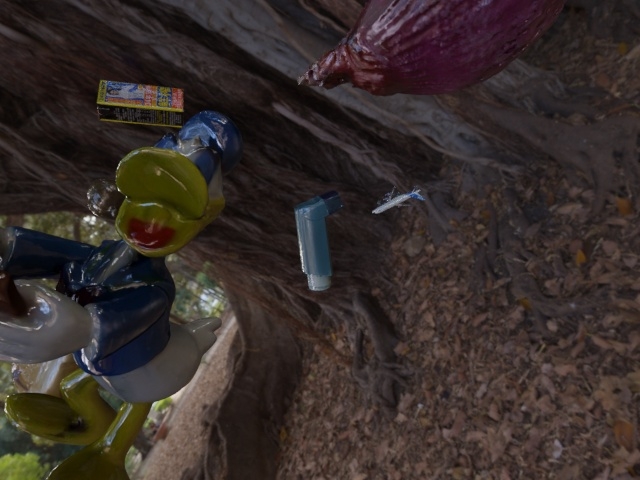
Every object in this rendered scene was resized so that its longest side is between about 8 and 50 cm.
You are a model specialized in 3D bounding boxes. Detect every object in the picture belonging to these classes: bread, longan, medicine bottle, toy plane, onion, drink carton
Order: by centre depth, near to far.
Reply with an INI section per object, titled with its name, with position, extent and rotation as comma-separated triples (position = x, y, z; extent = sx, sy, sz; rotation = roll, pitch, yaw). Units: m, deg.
[onion]
position = 0.153, -0.252, 0.568
extent = 0.348, 0.159, 0.267
rotation = -38, -5, 17
[toy plane]
position = 0.116, -0.061, 0.694
extent = 0.084, 0.077, 0.024
rotation = -15, 66, 27
[bread]
position = -0.440, 0.180, 0.803
extent = 0.225, 0.134, 0.081
rotation = -58, -31, -4
[drink carton]
position = -0.369, -0.281, 0.953
extent = 0.056, 0.165, 0.071
rotation = 114, 152, -52
[longan]
position = -0.505, -0.093, 1.106
extent = 0.106, 0.119, 0.106
rotation = -30, -34, -23
[medicine bottle]
position = 0.000, 0.000, 1.221
extent = 0.079, 0.124, 0.259
rotation = -152, 55, -67

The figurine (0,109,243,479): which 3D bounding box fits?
[figurine]
position = -0.184, 0.022, 0.386
extent = 0.339, 0.204, 0.283
rotation = -62, -33, -10
